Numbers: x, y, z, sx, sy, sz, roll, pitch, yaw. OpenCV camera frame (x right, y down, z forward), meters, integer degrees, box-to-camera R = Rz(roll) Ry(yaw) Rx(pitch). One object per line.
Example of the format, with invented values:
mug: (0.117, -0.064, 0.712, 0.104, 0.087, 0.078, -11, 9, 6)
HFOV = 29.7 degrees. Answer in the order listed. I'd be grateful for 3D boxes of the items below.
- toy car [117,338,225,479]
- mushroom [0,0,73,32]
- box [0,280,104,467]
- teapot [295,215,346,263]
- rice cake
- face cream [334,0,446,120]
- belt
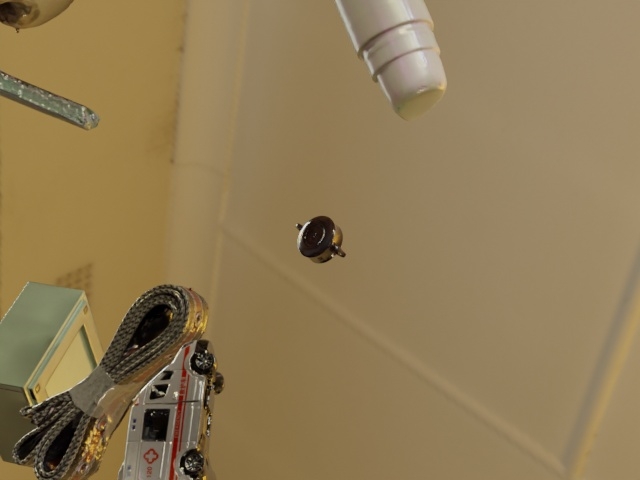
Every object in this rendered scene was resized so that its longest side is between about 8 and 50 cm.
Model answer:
toy car: (-0.180, 0.221, 1.475, 0.108, 0.209, 0.089, 2, -25, 7)
mushroom: (-0.596, -0.562, 1.997, 0.224, 0.314, 0.397, -39, -112, 44)
box: (-0.466, 0.231, 2.052, 0.118, 0.225, 0.225, 8, -45, 17)
teapot: (0.000, 0.000, 1.782, 0.100, 0.068, 0.045, 32, -6, 43)
rice cake: (-0.392, -0.196, 1.615, 0.208, 0.033, 0.033, 23, -13, 8)
face cream: (0.058, -0.313, 1.455, 0.102, 0.102, 0.345, -40, -113, 49)
belt: (-0.299, 0.207, 1.749, 0.359, 0.094, 0.126, -47, -116, 7)
